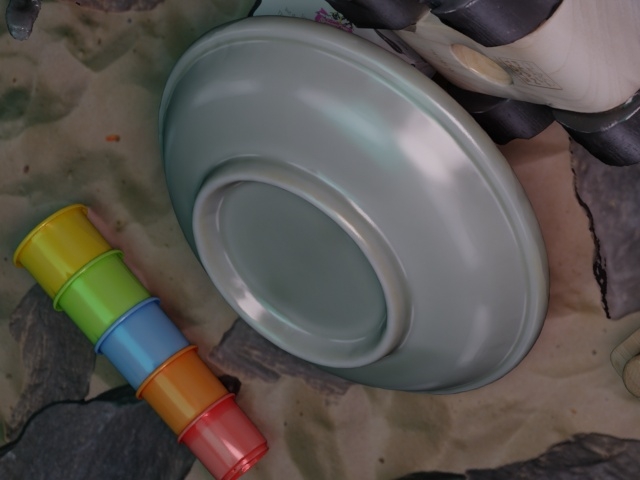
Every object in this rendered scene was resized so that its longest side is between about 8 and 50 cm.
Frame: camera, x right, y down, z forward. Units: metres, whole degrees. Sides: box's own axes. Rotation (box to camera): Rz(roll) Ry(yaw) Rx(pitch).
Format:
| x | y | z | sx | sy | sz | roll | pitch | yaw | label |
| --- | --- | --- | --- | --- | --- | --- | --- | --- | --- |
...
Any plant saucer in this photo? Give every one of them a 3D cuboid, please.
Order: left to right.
| x | y | z | sx | sy | sz | roll | pitch | yaw | label |
| --- | --- | --- | --- | --- | --- | --- | --- | --- | --- |
| 0.000 | 0.000 | 1.460 | 0.400 | 0.100 | 0.400 | 25 | 141 | 23 | plant saucer |

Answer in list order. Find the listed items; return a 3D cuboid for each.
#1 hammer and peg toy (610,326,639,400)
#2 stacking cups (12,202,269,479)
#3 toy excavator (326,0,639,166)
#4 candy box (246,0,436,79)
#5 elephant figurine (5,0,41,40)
| x | y | z | sx | sy | sz | roll | pitch | yaw | label |
| --- | --- | --- | --- | --- | --- | --- | --- | --- | --- |
| 0.424 | 0.161 | 1.332 | 0.266 | 0.127 | 0.361 | -44 | 78 | 29 | hammer and peg toy |
| -0.179 | 0.110 | 1.686 | 0.316 | 0.096 | 0.096 | 50 | 119 | 13 | stacking cups |
| 0.267 | -0.295 | 1.271 | 0.433 | 0.222 | 0.445 | 19 | 77 | 56 | toy excavator |
| -0.006 | -0.140 | 1.554 | 0.165 | 0.070 | 0.196 | 43 | 118 | 16 | candy box |
| -0.218 | -0.340 | 1.598 | 0.239 | 0.169 | 0.186 | -20 | 119 | 16 | elephant figurine |
